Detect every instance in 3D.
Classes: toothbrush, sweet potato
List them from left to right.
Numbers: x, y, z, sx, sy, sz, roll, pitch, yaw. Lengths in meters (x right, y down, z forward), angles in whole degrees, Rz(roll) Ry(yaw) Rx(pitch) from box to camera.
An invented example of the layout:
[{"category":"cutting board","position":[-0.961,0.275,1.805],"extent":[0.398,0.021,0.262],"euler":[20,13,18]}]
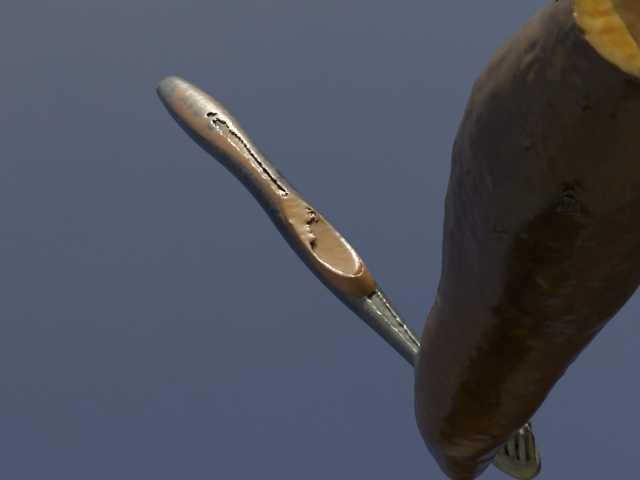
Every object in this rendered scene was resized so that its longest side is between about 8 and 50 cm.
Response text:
[{"category":"toothbrush","position":[0.000,0.002,0.727],"extent":[0.023,0.321,0.031],"euler":[-24,-49,-19]},{"category":"sweet potato","position":[0.069,-0.008,0.506],"extent":[0.077,0.077,0.243],"euler":[-2,-36,-22]}]
